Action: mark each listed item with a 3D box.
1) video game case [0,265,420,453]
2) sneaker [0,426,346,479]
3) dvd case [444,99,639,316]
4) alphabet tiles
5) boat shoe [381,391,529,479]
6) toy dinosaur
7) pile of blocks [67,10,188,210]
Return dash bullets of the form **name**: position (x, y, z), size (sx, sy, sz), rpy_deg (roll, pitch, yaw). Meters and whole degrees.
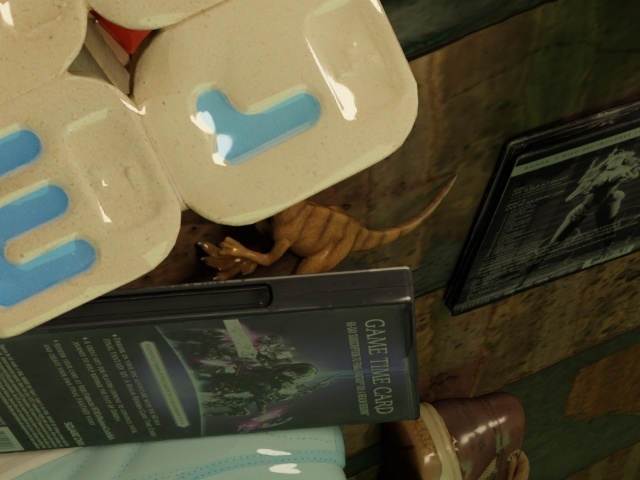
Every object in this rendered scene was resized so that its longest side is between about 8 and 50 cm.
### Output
- **video game case**: position (-0.083, 0.072, 1.008), size (0.274, 0.026, 0.196), rpy_deg (-6, 156, 2)
- **sneaker**: position (-0.150, 0.191, 1.145), size (0.366, 0.150, 0.135), rpy_deg (-30, 156, 8)
- **dvd case**: position (0.176, -0.028, 1.199), size (0.164, 0.018, 0.221), rpy_deg (-18, 156, -17)
- **alphabet tiles**: position (-0.090, -0.124, 0.446), size (0.278, 0.284, 0.021), rpy_deg (-26, -165, -4)
- **boat shoe**: position (0.125, 0.218, 1.537), size (0.123, 0.123, 0.342), rpy_deg (-21, 150, -9)
- **toy dinosaur**: position (0.000, 0.000, 1.014), size (0.112, 0.064, 0.211), rpy_deg (-38, 155, 21)
- **pile of blocks**: position (-0.109, -0.083, 0.623), size (0.112, 0.149, 0.362), rpy_deg (-28, 172, 14)
